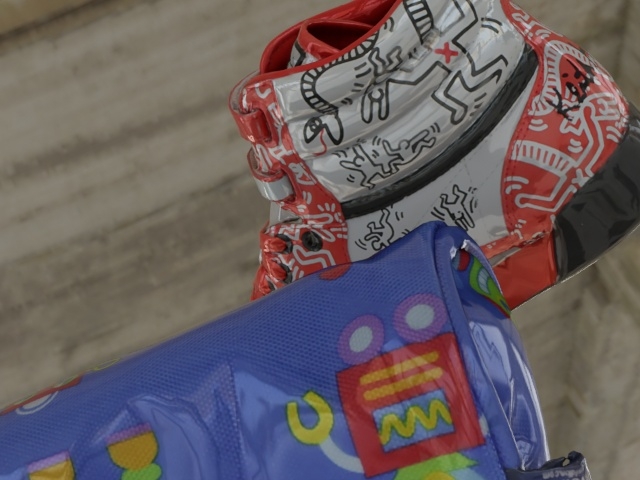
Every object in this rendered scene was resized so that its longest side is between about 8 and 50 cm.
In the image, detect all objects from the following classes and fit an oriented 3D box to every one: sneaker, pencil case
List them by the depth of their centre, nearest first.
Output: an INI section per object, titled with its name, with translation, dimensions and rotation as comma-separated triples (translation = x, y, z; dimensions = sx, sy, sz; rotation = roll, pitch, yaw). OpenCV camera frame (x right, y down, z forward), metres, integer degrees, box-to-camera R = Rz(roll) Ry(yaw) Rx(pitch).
[pencil case]
translation = -0.060, 0.107, 0.463
dimensions = 0.306, 0.133, 0.119
rotation = -23, -4, 11
[sneaker]
translation = 0.001, -0.001, 0.593
dimensions = 0.145, 0.090, 0.270
rotation = 42, -62, -13
